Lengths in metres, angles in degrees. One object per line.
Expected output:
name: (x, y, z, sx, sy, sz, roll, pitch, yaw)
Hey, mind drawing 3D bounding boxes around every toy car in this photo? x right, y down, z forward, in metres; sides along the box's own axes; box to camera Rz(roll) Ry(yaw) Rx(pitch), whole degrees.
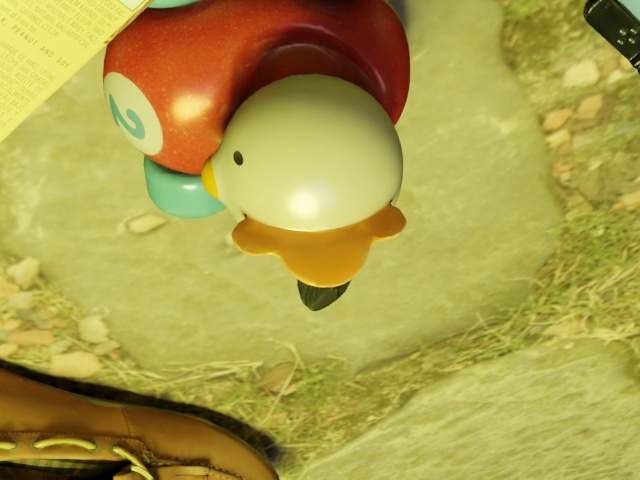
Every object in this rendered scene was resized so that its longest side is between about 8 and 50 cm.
toy car: (-0.033, -0.063, 0.607, 0.210, 0.238, 0.219, -6, 134, -5)

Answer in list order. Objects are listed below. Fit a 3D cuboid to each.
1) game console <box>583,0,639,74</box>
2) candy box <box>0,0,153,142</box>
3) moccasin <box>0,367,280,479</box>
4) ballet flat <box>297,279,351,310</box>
game console: (0.272, -0.160, 0.685, 0.107, 0.071, 0.122, 29, 122, -33)
candy box: (-0.119, -0.193, 0.501, 0.316, 0.183, 0.087, -36, 130, 23)
moccasin: (-0.202, 0.229, 0.926, 0.380, 0.147, 0.139, 28, 124, -32)
ballet flat: (0.000, 0.000, 0.823, 0.057, 0.049, 0.173, -28, 145, -22)
